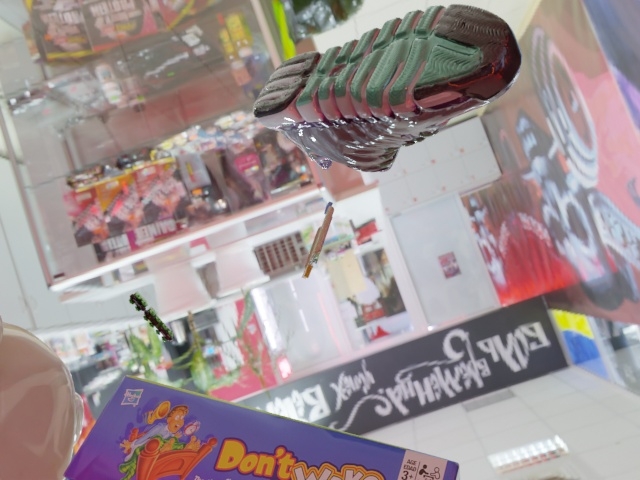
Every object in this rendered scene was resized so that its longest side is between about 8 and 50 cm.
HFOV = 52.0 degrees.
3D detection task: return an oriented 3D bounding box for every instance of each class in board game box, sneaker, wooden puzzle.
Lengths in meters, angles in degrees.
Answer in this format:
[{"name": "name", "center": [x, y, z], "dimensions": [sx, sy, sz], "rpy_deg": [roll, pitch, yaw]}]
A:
[{"name": "board game box", "center": [-0.011, 0.252, 0.506], "dimensions": [0.233, 0.347, 0.078], "rpy_deg": [9, -131, 21]}, {"name": "sneaker", "center": [0.053, -0.092, 0.455], "dimensions": [0.223, 0.098, 0.083], "rpy_deg": [7, -119, 50]}, {"name": "wooden puzzle", "center": [0.000, 0.000, 0.827], "dimensions": [0.014, 0.116, 0.078], "rpy_deg": [20, 164, -4]}]

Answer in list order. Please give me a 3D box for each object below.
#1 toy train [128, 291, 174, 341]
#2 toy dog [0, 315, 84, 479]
[{"name": "toy train", "center": [-0.229, 0.103, 0.890], "dimensions": [0.017, 0.083, 0.024], "rpy_deg": [-38, -171, 2]}, {"name": "toy dog", "center": [-0.432, 0.131, 0.505], "dimensions": [0.407, 0.285, 0.395], "rpy_deg": [3, -171, 11]}]
